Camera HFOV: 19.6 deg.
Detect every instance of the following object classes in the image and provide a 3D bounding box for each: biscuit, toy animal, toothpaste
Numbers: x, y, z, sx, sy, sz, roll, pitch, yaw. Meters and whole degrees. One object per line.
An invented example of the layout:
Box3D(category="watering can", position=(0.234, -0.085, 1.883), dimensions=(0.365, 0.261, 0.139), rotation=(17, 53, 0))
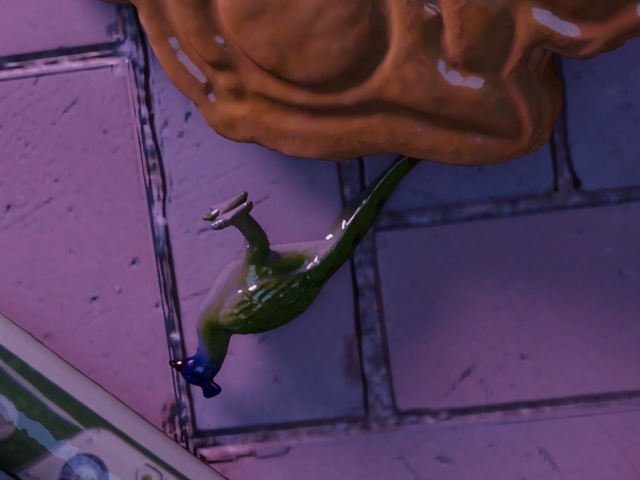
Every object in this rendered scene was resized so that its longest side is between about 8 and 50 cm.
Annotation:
Box3D(category="biscuit", position=(0.009, -0.160, 0.915), dimensions=(0.376, 0.051, 0.269), rotation=(13, 119, 19))
Box3D(category="toy animal", position=(-0.013, -0.010, 0.991), dimensions=(0.075, 0.041, 0.217), rotation=(41, 100, -20))
Box3D(category="toothpaste", position=(-0.164, 0.094, 1.020), dimensions=(0.392, 0.061, 0.098), rotation=(34, 101, 5))
